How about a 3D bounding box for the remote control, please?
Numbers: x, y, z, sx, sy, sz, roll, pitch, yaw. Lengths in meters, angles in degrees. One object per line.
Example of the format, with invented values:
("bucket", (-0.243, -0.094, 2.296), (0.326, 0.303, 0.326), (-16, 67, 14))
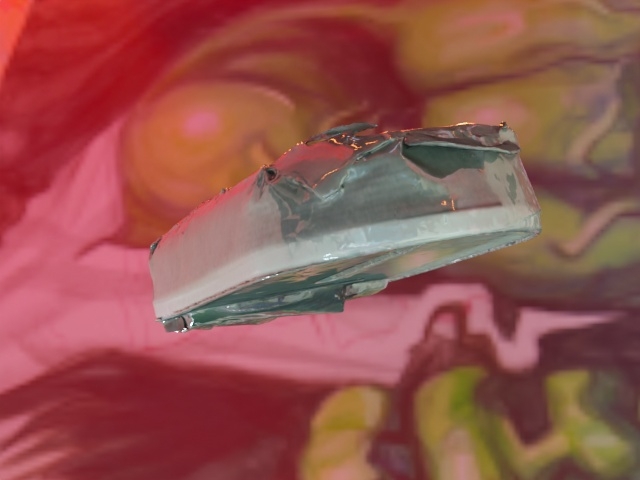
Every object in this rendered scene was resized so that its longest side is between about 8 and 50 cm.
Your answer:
("remote control", (0.000, 0.000, 0.600), (0.247, 0.104, 0.052), (156, 105, -70))
